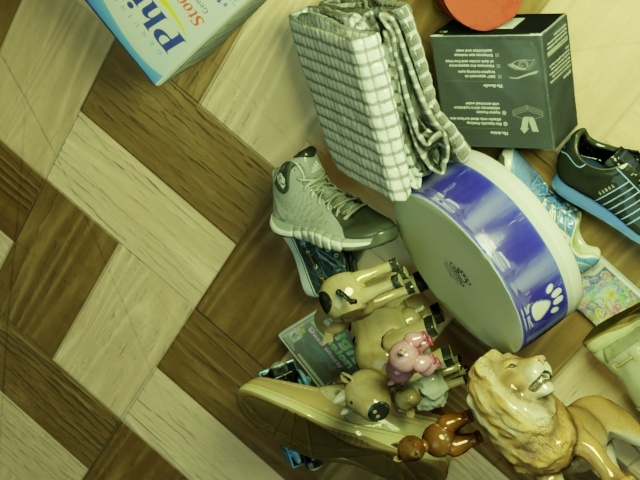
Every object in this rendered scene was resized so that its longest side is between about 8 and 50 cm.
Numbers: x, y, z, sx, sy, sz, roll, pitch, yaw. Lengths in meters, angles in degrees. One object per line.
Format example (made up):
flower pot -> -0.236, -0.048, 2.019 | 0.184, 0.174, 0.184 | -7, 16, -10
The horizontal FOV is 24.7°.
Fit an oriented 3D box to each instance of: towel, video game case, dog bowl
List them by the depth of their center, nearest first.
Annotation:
towel -> 0.073, -0.199, 1.902 | 0.284, 0.121, 0.235 | -146, 37, -67
dog bowl -> 0.219, 0.016, 1.930 | 0.265, 0.104, 0.265 | 48, 164, 19
video game case -> 0.400, 0.086, 2.001 | 0.122, 0.011, 0.087 | 43, 130, 4
video game case -> 0.047, 0.185, 2.268 | 0.173, 0.022, 0.190 | -34, 95, 39

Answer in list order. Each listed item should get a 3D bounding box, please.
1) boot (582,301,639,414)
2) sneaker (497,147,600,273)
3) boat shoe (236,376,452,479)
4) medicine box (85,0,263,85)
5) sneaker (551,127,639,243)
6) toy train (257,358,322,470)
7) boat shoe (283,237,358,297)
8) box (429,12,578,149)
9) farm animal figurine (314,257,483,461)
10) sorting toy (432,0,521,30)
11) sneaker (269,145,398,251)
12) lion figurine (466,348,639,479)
boot -> 0.473, 0.154, 1.937 | 0.213, 0.077, 0.165 | -32, 96, 44
sneaker -> 0.303, -0.041, 1.955 | 0.081, 0.080, 0.211 | -19, 114, 31
boat shoe -> 0.040, 0.273, 2.230 | 0.341, 0.110, 0.121 | 20, 145, 2
medicine box -> -0.192, -0.407, 2.000 | 0.263, 0.149, 0.289 | 51, 129, -3
sneaker -> 0.408, -0.061, 1.867 | 0.232, 0.081, 0.090 | 27, 134, 17
toy train -> -0.044, 0.278, 2.328 | 0.184, 0.080, 0.105 | 69, 166, -6
boat shoe -> 0.000, 0.000, 2.172 | 0.083, 0.065, 0.183 | -5, 119, 31
box -> 0.238, -0.206, 1.883 | 0.156, 0.093, 0.158 | 5, 117, 31
farm animal figurine -> 0.084, 0.154, 2.025 | 0.172, 0.327, 0.330 | -22, 109, 10
sorting toy -> 0.119, -0.423, 1.852 | 0.365, 0.127, 0.126 | 60, 158, -7
sneaker -> 0.007, -0.063, 2.027 | 0.229, 0.086, 0.132 | 9, 114, 42
lion figurine -> 0.347, 0.265, 1.972 | 0.142, 0.392, 0.240 | -47, 60, 13
